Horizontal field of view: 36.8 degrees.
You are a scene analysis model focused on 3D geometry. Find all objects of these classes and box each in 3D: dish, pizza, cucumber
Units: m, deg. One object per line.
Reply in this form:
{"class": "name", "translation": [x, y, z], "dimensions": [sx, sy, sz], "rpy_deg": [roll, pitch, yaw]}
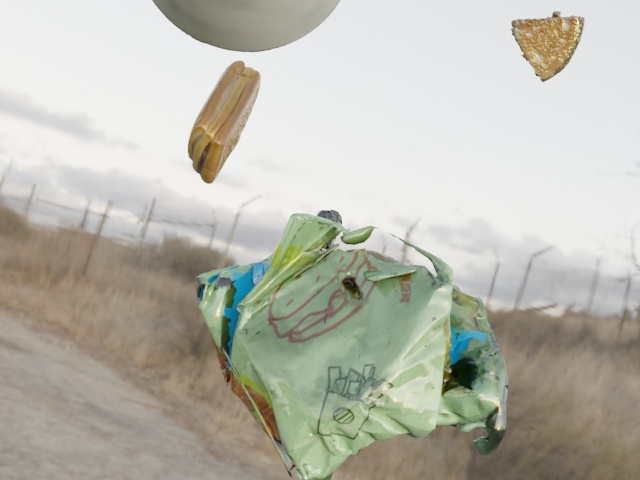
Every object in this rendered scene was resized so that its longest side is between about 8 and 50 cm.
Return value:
{"class": "dish", "translation": [-0.098, -0.416, 1.271], "dimensions": [0.316, 0.316, 0.106], "rpy_deg": [17, -6, -7]}
{"class": "pizza", "translation": [0.248, -0.225, 1.068], "dimensions": [0.078, 0.083, 0.025], "rpy_deg": [35, 8, 10]}
{"class": "cucumber", "translation": [0.000, 0.000, 1.607], "dimensions": [0.053, 0.053, 0.181], "rpy_deg": [16, 32, 5]}

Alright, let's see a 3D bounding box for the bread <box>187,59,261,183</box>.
{"class": "bread", "translation": [-0.161, -0.196, 1.579], "dimensions": [0.077, 0.200, 0.116], "rpy_deg": [27, -36, -6]}

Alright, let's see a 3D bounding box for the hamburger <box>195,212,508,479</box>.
{"class": "hamburger", "translation": [0.039, 0.077, 0.878], "dimensions": [0.276, 0.260, 0.150], "rpy_deg": [-12, -42, -13]}
